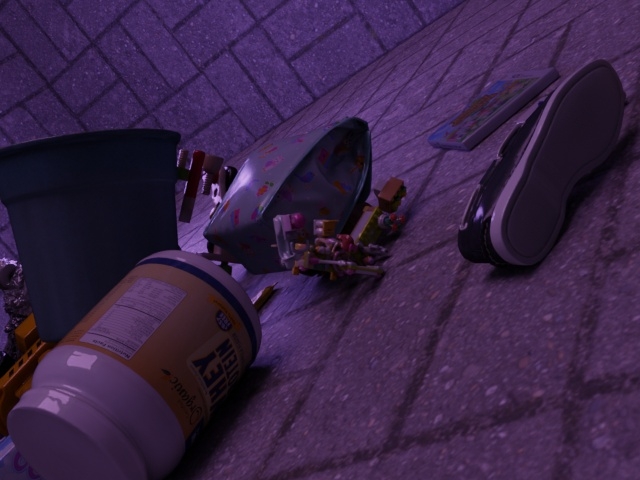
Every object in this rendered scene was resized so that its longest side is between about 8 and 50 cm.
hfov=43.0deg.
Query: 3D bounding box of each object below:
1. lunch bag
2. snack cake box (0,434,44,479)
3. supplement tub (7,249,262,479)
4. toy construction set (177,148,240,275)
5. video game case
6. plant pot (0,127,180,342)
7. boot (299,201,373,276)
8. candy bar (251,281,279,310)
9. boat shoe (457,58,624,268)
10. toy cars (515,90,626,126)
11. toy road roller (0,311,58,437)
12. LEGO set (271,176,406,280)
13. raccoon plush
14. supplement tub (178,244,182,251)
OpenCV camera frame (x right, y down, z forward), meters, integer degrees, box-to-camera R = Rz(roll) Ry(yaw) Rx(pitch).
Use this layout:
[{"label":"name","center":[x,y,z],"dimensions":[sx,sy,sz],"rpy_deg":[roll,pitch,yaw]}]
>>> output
[{"label":"lunch bag","center":[-0.041,-0.083,1.343],"dimensions":[0.223,0.160,0.262],"rpy_deg":[-11,43,55]},{"label":"snack cake box","center":[-0.400,0.344,1.164],"dimensions":[0.089,0.152,0.264],"rpy_deg":[-21,23,50]},{"label":"supplement tub","center":[-0.246,0.187,1.116],"dimensions":[0.228,0.228,0.316],"rpy_deg":[-25,20,42]},{"label":"toy construction set","center":[-0.188,-0.040,1.655],"dimensions":[0.257,0.308,0.237],"rpy_deg":[13,89,35]},{"label":"video game case","center":[0.309,-0.241,1.488],"dimensions":[0.212,0.023,0.193],"rpy_deg":[-40,14,-4]},{"label":"plant pot","center":[-0.396,-0.003,1.449],"dimensions":[0.340,0.334,0.341],"rpy_deg":[-8,0,0]},{"label":"boot","center":[0.000,0.000,1.416],"dimensions":[0.152,0.073,0.197],"rpy_deg":[-49,14,-21]},{"label":"candy bar","center":[-0.128,0.128,1.437],"dimensions":[0.040,0.018,0.161],"rpy_deg":[-28,18,49]},{"label":"boat shoe","center":[0.257,-0.096,0.954],"dimensions":[0.302,0.114,0.091],"rpy_deg":[-49,21,-25]},{"label":"toy cars","center":[0.394,-0.212,1.058],"dimensions":[0.393,0.087,0.176],"rpy_deg":[-31,16,27]},{"label":"toy road roller","center":[-0.510,0.262,1.628],"dimensions":[0.240,0.202,0.330],"rpy_deg":[6,50,53]},{"label":"LEGO set","center":[0.064,-0.006,1.213],"dimensions":[0.107,0.132,0.287],"rpy_deg":[4,18,45]},{"label":"raccoon plush","center":[-0.712,0.237,1.864],"dimensions":[0.446,0.299,0.216],"rpy_deg":[-38,-8,5]},{"label":"supplement tub","center":[-0.487,0.013,2.078],"dimensions":[0.193,0.316,0.193],"rpy_deg":[-35,15,11]}]
